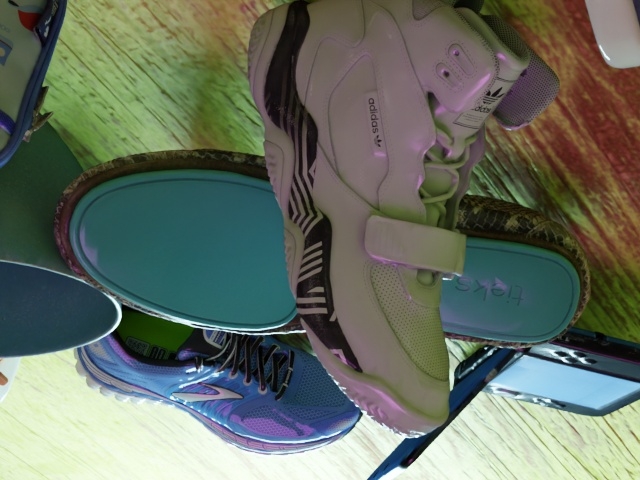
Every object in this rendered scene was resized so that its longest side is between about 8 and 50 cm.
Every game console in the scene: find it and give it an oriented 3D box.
[{"bbox_3d":[0.195,0.191,1.524,0.250,0.173,0.293,14,165,-3],"label":"game console"}]

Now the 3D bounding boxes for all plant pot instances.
[{"bbox_3d":[-0.324,-0.025,1.369,0.290,0.195,0.290,-1,159,0],"label":"plant pot"}]

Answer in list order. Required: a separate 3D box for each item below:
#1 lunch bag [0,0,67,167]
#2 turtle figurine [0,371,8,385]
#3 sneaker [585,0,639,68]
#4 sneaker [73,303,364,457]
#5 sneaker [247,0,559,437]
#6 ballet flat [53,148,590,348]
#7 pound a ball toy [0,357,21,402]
[{"bbox_3d":[-0.348,-0.169,1.170,0.303,0.243,0.115,29,143,-22],"label":"lunch bag"},{"bbox_3d":[-0.297,0.016,1.548,0.217,0.087,0.269,-8,109,19],"label":"turtle figurine"},{"bbox_3d":[0.221,-0.257,0.980,0.148,0.131,0.350,-11,146,20],"label":"sneaker"},{"bbox_3d":[-0.107,0.138,1.647,0.330,0.129,0.147,15,149,-4],"label":"sneaker"},{"bbox_3d":[0.079,-0.045,1.154,0.210,0.365,0.137,-23,164,30],"label":"sneaker"},{"bbox_3d":[0.000,0.000,1.352,0.483,0.182,0.164,8,110,-14],"label":"ballet flat"},{"bbox_3d":[-0.438,0.116,1.648,0.136,0.208,0.319,-7,141,27],"label":"pound a ball toy"}]
